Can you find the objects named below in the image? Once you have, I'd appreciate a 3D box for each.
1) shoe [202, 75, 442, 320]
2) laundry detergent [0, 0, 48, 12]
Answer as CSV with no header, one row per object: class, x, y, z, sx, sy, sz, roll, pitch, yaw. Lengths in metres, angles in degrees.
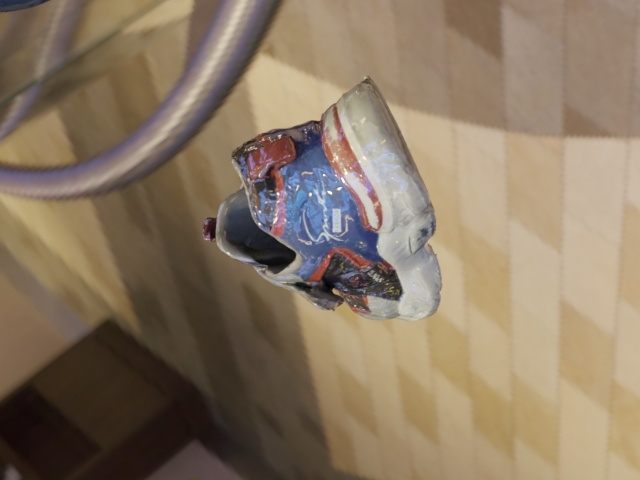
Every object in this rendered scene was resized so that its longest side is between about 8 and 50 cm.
shoe,0.000,-0.001,0.869,0.227,0.125,0.099,80,166,-63
laundry detergent,-0.174,-0.206,0.674,0.206,0.061,0.096,62,-157,2
